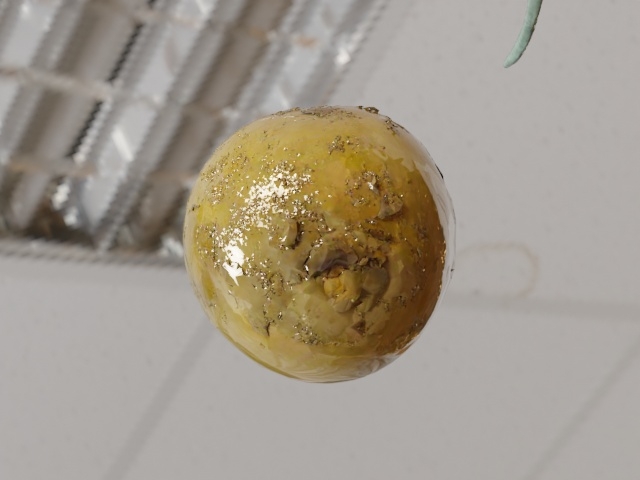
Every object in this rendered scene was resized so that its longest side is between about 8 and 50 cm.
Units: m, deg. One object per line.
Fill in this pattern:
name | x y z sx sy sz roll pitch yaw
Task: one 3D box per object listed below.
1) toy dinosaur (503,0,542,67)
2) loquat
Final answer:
toy dinosaur | 0.159 -0.283 1.428 0.092 0.205 0.393 -19 -41 -5
loquat | 0.000 0.000 1.597 0.235 0.235 0.235 -16 -39 -13
